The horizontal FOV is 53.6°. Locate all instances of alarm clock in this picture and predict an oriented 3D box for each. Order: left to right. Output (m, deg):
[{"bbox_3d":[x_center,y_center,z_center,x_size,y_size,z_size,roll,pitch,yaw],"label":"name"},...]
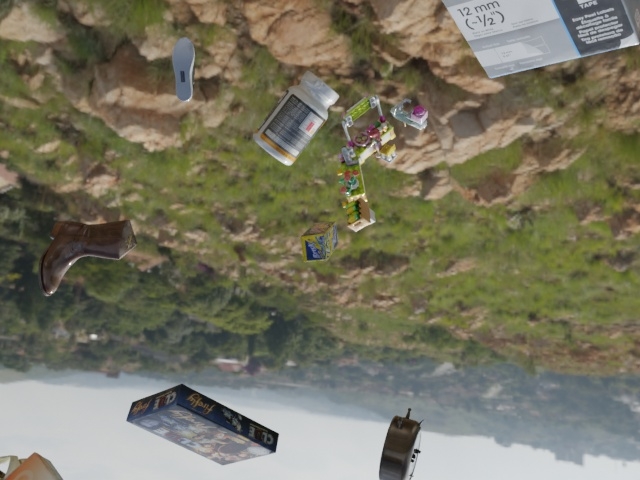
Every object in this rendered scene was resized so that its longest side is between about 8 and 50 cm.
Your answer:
[{"bbox_3d":[0.153,0.427,1.222,0.064,0.191,0.129,14,180,18],"label":"alarm clock"}]

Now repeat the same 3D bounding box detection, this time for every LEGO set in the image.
[{"bbox_3d":[0.080,-0.163,1.157,0.132,0.287,0.107,18,153,28],"label":"LEGO set"}]

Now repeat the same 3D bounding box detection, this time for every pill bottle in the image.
[{"bbox_3d":[-0.076,-0.391,2.027,0.162,0.278,0.162,38,-172,-7],"label":"pill bottle"}]

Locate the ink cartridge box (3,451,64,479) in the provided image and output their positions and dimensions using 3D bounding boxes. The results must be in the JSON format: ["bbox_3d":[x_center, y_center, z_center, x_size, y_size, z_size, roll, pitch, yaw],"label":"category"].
[{"bbox_3d":[-0.361,0.378,0.783,0.179,0.145,0.045,34,158,33],"label":"ink cartridge box"}]

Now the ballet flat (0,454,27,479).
[{"bbox_3d":[-0.468,0.365,0.953,0.222,0.079,0.077,-6,153,36],"label":"ballet flat"}]

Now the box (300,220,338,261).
[{"bbox_3d":[0.000,0.000,1.396,0.054,0.059,0.169,-4,-170,11],"label":"box"}]

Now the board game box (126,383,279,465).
[{"bbox_3d":[-0.224,0.360,1.218,0.165,0.042,0.243,-27,129,37],"label":"board game box"}]

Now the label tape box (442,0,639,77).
[{"bbox_3d":[0.299,-0.417,0.936,0.249,0.115,0.348,-2,149,43],"label":"label tape box"}]

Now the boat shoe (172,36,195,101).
[{"bbox_3d":[-0.308,-0.387,1.437,0.049,0.142,0.040,4,-163,-3],"label":"boat shoe"}]

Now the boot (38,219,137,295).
[{"bbox_3d":[-0.298,0.022,0.817,0.114,0.106,0.037,2,164,11],"label":"boot"}]
